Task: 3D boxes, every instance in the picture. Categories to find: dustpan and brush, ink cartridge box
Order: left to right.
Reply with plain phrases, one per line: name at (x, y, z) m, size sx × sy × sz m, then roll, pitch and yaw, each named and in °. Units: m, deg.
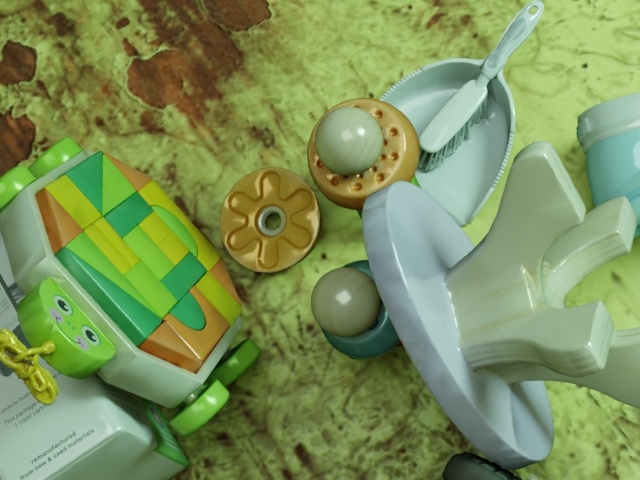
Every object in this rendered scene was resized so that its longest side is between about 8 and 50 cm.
ink cartridge box at (-0.252, 0.104, 1.402) m, size 0.115 × 0.198 × 0.273 m, roll -34°, pitch 69°, yaw 1°
dustpan and brush at (0.145, -0.138, 1.490) m, size 0.147 × 0.060 × 0.211 m, roll 37°, pitch 81°, yaw 19°

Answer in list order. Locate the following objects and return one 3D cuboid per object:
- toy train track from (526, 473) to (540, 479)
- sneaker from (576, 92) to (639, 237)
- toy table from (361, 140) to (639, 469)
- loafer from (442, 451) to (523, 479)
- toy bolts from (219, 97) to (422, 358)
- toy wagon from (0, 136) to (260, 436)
toy train track at (0.164, 0.240, 1.384) m, size 0.048 × 0.014 × 0.083 m, roll 38°, pitch 82°, yaw 19°
sneaker at (0.420, -0.070, 1.395) m, size 0.366 × 0.135 × 0.150 m, roll -10°, pitch 78°, yaw 15°
toy table at (0.172, 0.052, 1.296) m, size 0.161 × 0.274 × 0.252 m, roll -23°, pitch 30°, yaw 27°
loafer at (0.232, 0.325, 1.297) m, size 0.366 × 0.134 × 0.130 m, roll 35°, pitch 92°, yaw 22°
toy bolts at (0.000, 0.000, 1.402) m, size 0.218 × 0.158 × 0.228 m, roll -18°, pitch 76°, yaw 15°
toy wagon at (-0.175, 0.043, 1.335) m, size 0.068 × 0.344 × 0.267 m, roll -41°, pitch 94°, yaw 17°
